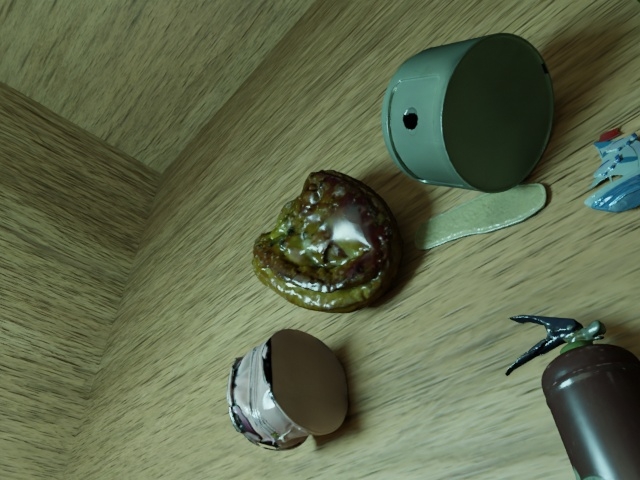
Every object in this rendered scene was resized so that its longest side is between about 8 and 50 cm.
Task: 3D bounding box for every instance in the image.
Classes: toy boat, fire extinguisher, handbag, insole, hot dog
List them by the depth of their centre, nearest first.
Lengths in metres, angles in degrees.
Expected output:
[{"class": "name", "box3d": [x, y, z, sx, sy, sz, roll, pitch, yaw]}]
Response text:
[{"class": "fire extinguisher", "box3d": [0.272, 0.198, 0.486, 0.138, 0.102, 0.343, -41, 34, 30]}, {"class": "toy boat", "box3d": [0.401, -0.096, 0.649, 0.105, 0.034, 0.149, -16, 38, 53]}, {"class": "insole", "box3d": [0.251, -0.039, 0.823, 0.248, 0.011, 0.081, -24, 45, 45]}, {"class": "handbag", "box3d": [-0.058, 0.254, 0.856, 0.116, 0.179, 0.205, -49, 30, 29]}, {"class": "hot dog", "box3d": [0.000, 0.000, 0.996, 0.266, 0.174, 0.387, -57, 29, -1]}]

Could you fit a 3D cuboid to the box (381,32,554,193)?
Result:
[{"class": "box", "box3d": [0.227, -0.193, 0.786, 0.226, 0.226, 0.149, -61, 30, -5]}]

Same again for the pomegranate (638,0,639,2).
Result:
[{"class": "pomegranate", "box3d": [0.490, -0.480, 0.670, 0.309, 0.216, 0.358, -61, 29, 3]}]
